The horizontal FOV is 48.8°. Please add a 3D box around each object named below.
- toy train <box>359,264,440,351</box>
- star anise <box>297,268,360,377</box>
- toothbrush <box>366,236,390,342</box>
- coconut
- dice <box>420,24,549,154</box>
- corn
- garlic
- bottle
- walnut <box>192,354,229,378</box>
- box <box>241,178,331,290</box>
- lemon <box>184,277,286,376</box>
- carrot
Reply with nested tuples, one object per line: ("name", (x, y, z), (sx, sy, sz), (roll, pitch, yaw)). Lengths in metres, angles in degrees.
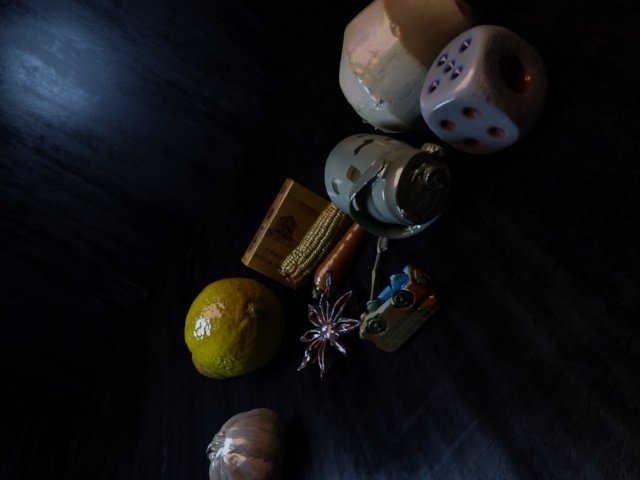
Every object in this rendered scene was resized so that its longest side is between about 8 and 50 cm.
("toy train", (0.154, 0.138, 1.400), (0.188, 0.099, 0.072), (-51, 21, 26))
("star anise", (0.028, 0.196, 1.629), (0.230, 0.081, 0.262), (-32, 46, 51))
("toothbrush", (0.127, 0.103, 1.604), (0.028, 0.026, 0.294), (-18, 44, 39))
("coconut", (0.224, -0.444, 1.705), (0.352, 0.353, 0.352), (-47, 25, 30))
("dice", (0.332, -0.301, 1.433), (0.192, 0.193, 0.194), (-26, 41, 57))
("corn", (0.000, 0.000, 1.927), (0.291, 0.101, 0.101), (-54, 22, 8))
("garlic", (-0.172, 0.490, 1.608), (0.228, 0.152, 0.227), (-42, 27, 27))
("bottle", (0.160, -0.119, 1.581), (0.229, 0.229, 0.352), (-60, 25, 0))
("walnut", (-0.294, 0.314, 2.095), (0.165, 0.165, 0.197), (-32, 35, 51))
("box", (-0.081, -0.016, 2.015), (0.274, 0.174, 0.076), (-61, 22, 1))
("lemon", (-0.228, 0.234, 1.907), (0.293, 0.293, 0.293), (-47, 25, 30))
("carrot", (0.075, 0.007, 1.793), (0.336, 0.069, 0.069), (-57, 21, -1))
